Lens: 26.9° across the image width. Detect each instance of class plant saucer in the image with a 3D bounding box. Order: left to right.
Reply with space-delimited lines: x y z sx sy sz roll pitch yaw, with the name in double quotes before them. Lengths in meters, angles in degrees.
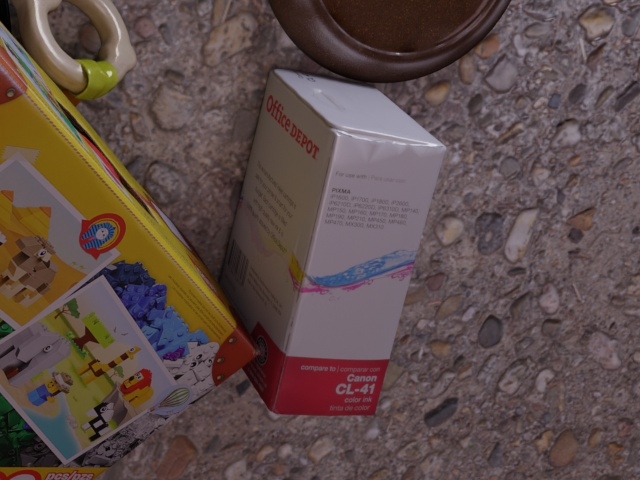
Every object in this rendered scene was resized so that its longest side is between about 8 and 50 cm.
"plant saucer" 0.090 -0.310 1.407 0.310 0.050 0.311 -7 115 -16

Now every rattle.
"rattle" -0.284 -0.219 1.318 0.200 0.142 0.130 51 57 -15

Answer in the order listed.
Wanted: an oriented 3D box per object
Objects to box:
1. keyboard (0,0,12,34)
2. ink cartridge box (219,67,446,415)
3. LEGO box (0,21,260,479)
"keyboard" -0.336 -0.165 1.257 0.100 0.038 0.192 -34 139 -40
"ink cartridge box" 0.000 0.000 1.407 0.131 0.226 0.306 7 111 -23
"LEGO box" -0.341 0.038 1.232 0.372 0.193 0.500 -37 139 -1
